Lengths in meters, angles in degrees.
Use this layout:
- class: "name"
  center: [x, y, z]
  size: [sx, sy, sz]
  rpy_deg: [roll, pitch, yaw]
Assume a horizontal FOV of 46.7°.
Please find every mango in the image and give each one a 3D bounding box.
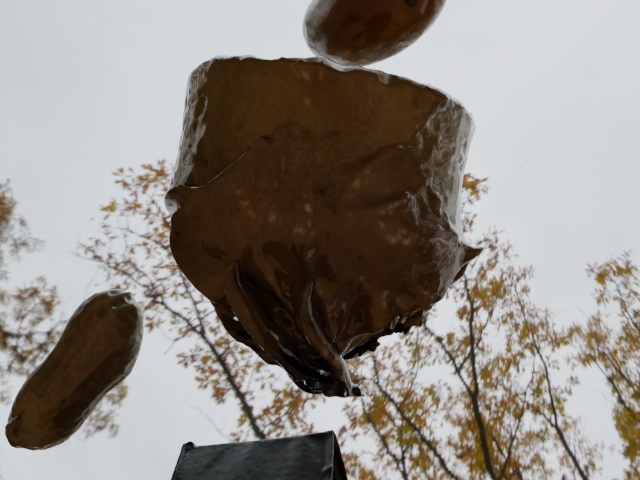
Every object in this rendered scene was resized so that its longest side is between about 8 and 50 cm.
- class: "mango"
  center: [0.070, -0.332, 1.076]
  size: [0.139, 0.175, 0.254]
  rpy_deg: [44, -40, -22]

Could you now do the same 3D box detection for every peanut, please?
- class: "peanut"
  center: [-0.276, 0.152, 0.852]
  size: [0.099, 0.099, 0.214]
  rpy_deg: [35, -101, 9]

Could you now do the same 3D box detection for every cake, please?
- class: "cake"
  center: [-0.008, -0.001, 0.779]
  size: [0.332, 0.332, 0.321]
  rpy_deg: [8, -94, 14]

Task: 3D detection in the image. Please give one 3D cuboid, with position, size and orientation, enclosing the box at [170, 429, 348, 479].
- class: "box"
  center: [-0.052, 0.445, 0.896]
  size: [0.204, 0.251, 0.345]
  rpy_deg: [-10, -65, 10]
